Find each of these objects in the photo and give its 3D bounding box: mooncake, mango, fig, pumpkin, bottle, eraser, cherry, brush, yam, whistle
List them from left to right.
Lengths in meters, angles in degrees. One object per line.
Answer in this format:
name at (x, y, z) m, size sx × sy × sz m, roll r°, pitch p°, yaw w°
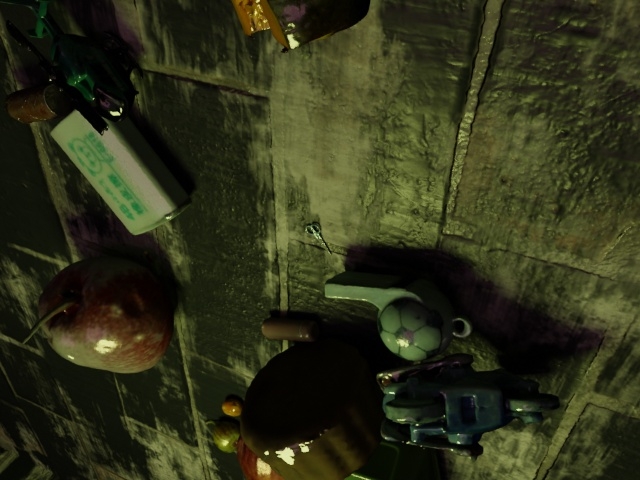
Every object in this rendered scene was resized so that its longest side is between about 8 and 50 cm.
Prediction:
yam at (-0.616, -0.300, 1.266) m, size 0.141 × 0.079 × 0.079 m, roll -2°, pitch 124°, yaw 30°
cherry at (-0.541, 0.195, 1.476) m, size 0.327 × 0.291 × 0.335 m, roll 13°, pitch 153°, yaw 5°
eraser at (-0.429, -0.159, 1.252) m, size 0.189 × 0.104 × 0.290 m, roll -18°, pitch 114°, yaw 43°
brush at (-0.430, 0.053, 1.479) m, size 0.019 × 0.021 × 0.083 m, roll 8°, pitch 134°, yaw 27°
fig at (-0.321, 0.605, 1.823) m, size 0.166 × 0.093 × 0.093 m, roll 16°, pitch 132°, yaw 25°
mango at (-0.266, 0.503, 1.734) m, size 0.060 × 0.046 × 0.089 m, roll 42°, pitch 139°, yaw -7°
pumpkin at (-0.065, -0.351, 0.817) m, size 0.281 × 0.190 × 0.139 m, roll -3°, pitch 124°, yaw 33°
fig at (-0.119, 0.587, 1.587) m, size 0.224 × 0.224 × 0.263 m, roll 0°, pitch 123°, yaw 30°
bottle at (-0.072, 0.212, 1.376) m, size 0.140 × 0.053 × 0.053 m, roll -2°, pitch 124°, yaw 31°
mooncake at (-0.010, 0.385, 1.300) m, size 0.324 × 0.324 × 0.187 m, roll -7°, pitch 126°, yaw 34°
whistle at (0.153, 0.152, 1.128) m, size 0.290 × 0.163 × 0.163 m, roll 3°, pitch 127°, yaw 31°

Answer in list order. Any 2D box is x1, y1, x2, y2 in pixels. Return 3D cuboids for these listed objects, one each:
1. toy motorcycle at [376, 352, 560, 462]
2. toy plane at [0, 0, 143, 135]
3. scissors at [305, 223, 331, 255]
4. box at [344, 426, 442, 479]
toy motorcycle at (0.270, 0.292, 1.119) m, size 0.319 × 0.241 × 0.181 m, roll -3°, pitch 109°, yaw 3°
toy plane at (-0.465, -0.347, 1.088) m, size 0.381 × 0.155 × 0.106 m, roll 53°, pitch 136°, yaw 7°
scissors at (0.000, 0.000, 1.195) m, size 0.036 × 0.006 × 0.083 m, roll -15°, pitch 117°, yaw 40°
box at (0.128, 0.591, 1.482) m, size 0.329 × 0.177 × 0.252 m, roll 4°, pitch 126°, yaw 28°
